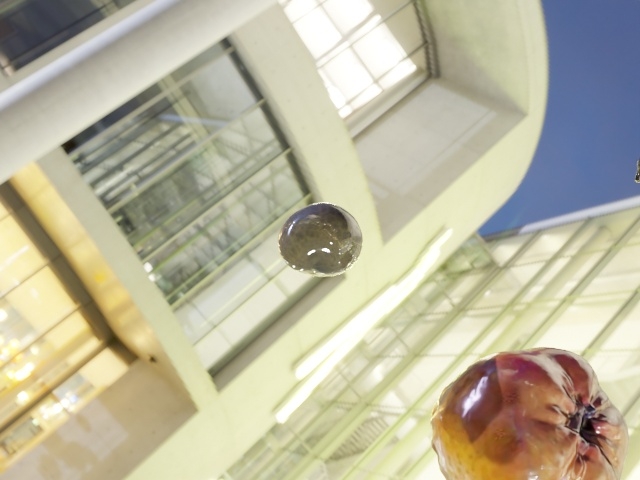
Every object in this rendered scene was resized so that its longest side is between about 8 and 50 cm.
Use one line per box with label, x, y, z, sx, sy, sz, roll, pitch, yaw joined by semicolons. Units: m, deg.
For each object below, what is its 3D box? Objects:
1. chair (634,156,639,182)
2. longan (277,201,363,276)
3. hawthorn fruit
chair;0.680;-0.030;1.405;0.170;0.325;0.160;18;-29;-12
longan;0.000;0.000;1.993;0.198;0.213;0.197;-16;90;-83
hawthorn fruit;0.477;0.484;1.897;0.472;0.472;0.471;38;-27;23
